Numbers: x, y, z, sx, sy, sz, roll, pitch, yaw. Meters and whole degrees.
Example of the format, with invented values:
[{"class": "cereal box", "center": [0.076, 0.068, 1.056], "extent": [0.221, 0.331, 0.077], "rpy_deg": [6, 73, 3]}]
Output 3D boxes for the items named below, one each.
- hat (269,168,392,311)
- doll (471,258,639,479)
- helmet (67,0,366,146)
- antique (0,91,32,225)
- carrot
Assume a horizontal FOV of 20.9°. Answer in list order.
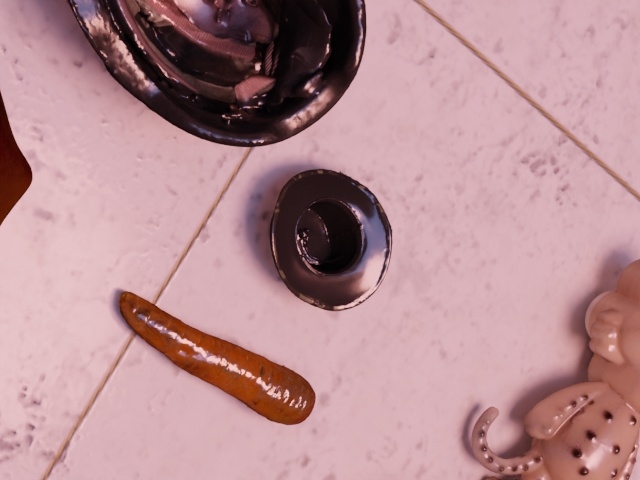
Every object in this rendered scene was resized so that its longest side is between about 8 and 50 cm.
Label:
[{"class": "hat", "center": [0.000, 0.000, 1.422], "extent": [0.121, 0.050, 0.121], "rpy_deg": [0, 91, -27]}, {"class": "doll", "center": [0.259, 0.145, 1.566], "extent": [0.278, 0.119, 0.154], "rpy_deg": [-42, 114, -8]}, {"class": "helmet", "center": [-0.080, -0.190, 1.298], "extent": [0.198, 0.154, 0.253], "rpy_deg": [-41, 97, 1]}, {"class": "antique", "center": [-0.325, -0.077, 1.178], "extent": [0.278, 0.129, 0.223], "rpy_deg": [43, 72, -29]}, {"class": "carrot", "center": [-0.085, 0.096, 1.394], "extent": [0.191, 0.047, 0.047], "rpy_deg": [30, 81, -24]}]
